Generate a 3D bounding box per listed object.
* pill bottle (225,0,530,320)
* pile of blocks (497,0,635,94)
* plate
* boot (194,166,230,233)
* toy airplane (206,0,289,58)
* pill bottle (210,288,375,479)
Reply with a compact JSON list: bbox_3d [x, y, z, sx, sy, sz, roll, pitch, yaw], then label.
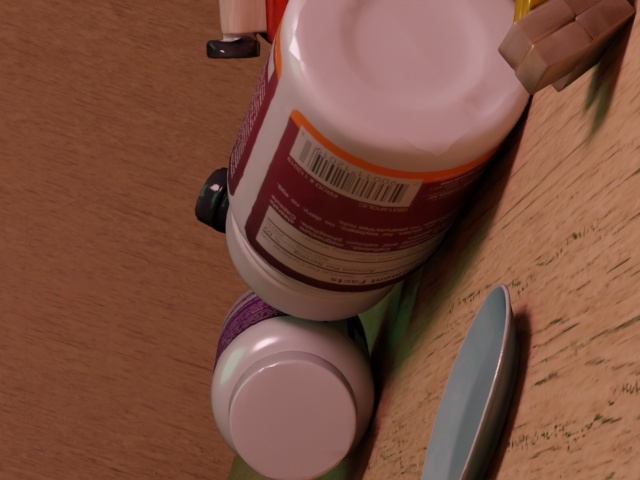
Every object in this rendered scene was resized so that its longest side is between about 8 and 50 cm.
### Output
[{"bbox_3d":[0.037,-0.085,1.828,0.392,0.224,0.224,117,170,-62],"label":"pill bottle"},{"bbox_3d":[0.163,-0.258,1.442,0.112,0.149,0.362,118,169,-64],"label":"pile of blocks"},{"bbox_3d":[0.108,0.122,1.392,0.188,0.024,0.188,-162,90,-85],"label":"plate"},{"bbox_3d":[0.000,0.000,2.152,0.094,0.207,0.246,-65,-21,6],"label":"boot"},{"bbox_3d":[0.079,-0.260,2.117,0.384,0.272,0.386,61,138,28],"label":"toy airplane"},{"bbox_3d":[-0.029,0.147,2.056,0.301,0.169,0.169,-92,20,-79],"label":"pill bottle"}]
